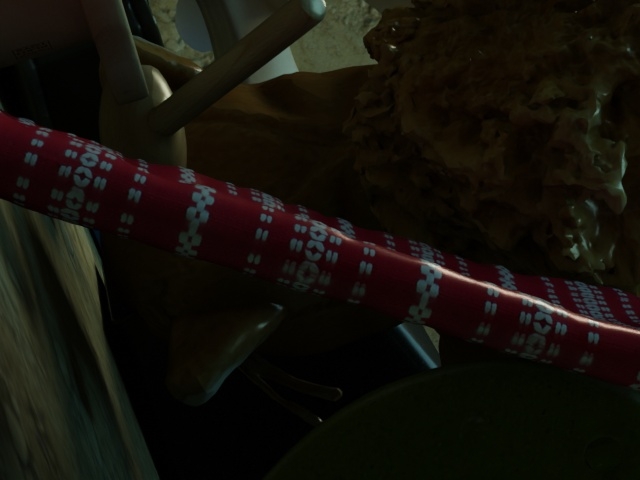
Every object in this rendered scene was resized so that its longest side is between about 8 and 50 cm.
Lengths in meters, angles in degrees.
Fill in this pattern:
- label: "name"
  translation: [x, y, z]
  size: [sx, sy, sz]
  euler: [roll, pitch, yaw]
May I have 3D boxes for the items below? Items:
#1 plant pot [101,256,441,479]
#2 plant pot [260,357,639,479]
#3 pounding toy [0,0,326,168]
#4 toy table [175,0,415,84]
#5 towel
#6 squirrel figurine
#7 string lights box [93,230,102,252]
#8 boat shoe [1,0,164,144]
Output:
- label: "plant pot"
  translation: [-0.038, 0.061, 1.035]
  size: [0.167, 0.187, 0.188]
  euler: [59, 1, -21]
- label: "plant pot"
  translation: [0.124, 0.214, 0.694]
  size: [0.353, 0.366, 0.366]
  euler: [43, 21, -56]
- label: "pounding toy"
  translation: [-0.093, -0.134, 0.635]
  size: [0.269, 0.155, 0.154]
  euler: [81, -9, -65]
- label: "toy table"
  translation: [-0.027, -0.179, 1.000]
  size: [0.274, 0.252, 0.161]
  euler: [17, -23, 47]
- label: "towel"
  translation: [0.000, 0.000, 0.501]
  size: [0.199, 0.275, 0.031]
  euler: [-153, -100, -85]
- label: "squirrel figurine"
  translation: [0.083, -0.050, 0.786]
  size: [0.397, 0.371, 0.281]
  euler: [123, -41, -69]
- label: "string lights box"
  translation: [-0.131, -0.045, 1.167]
  size: [0.133, 0.077, 0.259]
  euler: [-116, -173, -64]
- label: "boat shoe"
  translation: [-0.148, -0.171, 0.862]
  size: [0.104, 0.111, 0.307]
  euler: [-134, -144, -54]
